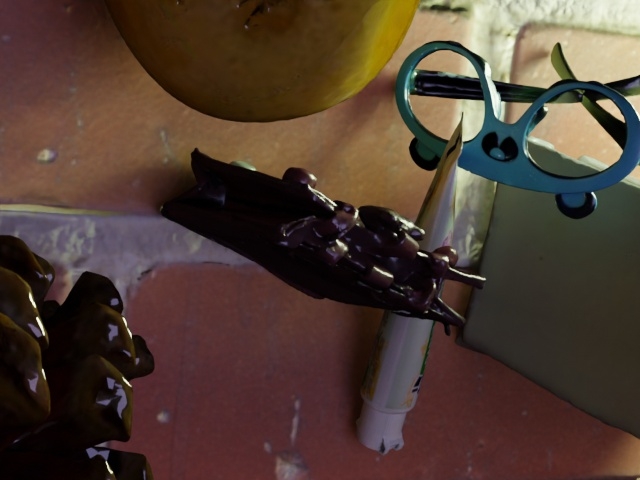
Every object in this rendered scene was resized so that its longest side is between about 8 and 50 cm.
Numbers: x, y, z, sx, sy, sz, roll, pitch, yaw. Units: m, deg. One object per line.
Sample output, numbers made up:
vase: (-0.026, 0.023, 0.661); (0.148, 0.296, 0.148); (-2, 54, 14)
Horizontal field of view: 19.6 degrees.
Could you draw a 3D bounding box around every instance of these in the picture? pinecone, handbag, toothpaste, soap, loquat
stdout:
pinecone: (-0.261, 0.145, 1.294); (0.384, 0.384, 0.384); (-8, 106, -31)
handbag: (0.001, -0.003, 1.494); (0.203, 0.216, 0.074); (27, 82, -34)
toothpaste: (0.082, 0.043, 1.604); (0.056, 0.058, 0.314); (-10, 126, -39)
soap: (0.381, 0.093, 1.631); (0.350, 0.435, 0.213); (17, 97, -38)
loquat: (-0.046, -0.220, 1.406); (0.263, 0.263, 0.263); (-8, 106, -31)

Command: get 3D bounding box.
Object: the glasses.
glasses: (0.197, -0.136, 1.606); (0.207, 0.239, 0.102); (-48, 143, -37)
